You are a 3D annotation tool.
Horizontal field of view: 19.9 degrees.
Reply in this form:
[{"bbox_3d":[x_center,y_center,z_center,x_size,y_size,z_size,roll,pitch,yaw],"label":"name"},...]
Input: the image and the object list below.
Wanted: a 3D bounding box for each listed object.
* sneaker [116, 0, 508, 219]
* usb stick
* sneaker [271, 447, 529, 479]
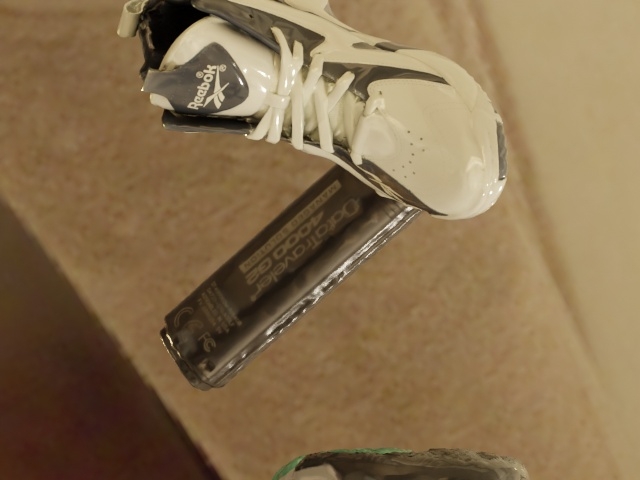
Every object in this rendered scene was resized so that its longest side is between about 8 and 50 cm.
[{"bbox_3d":[-0.019,-0.079,1.011,0.153,0.094,0.235,-17,-126,-45],"label":"sneaker"},{"bbox_3d":[0.000,0.000,1.315,0.278,0.045,0.077,-41,-121,10],"label":"usb stick"},{"bbox_3d":[0.015,0.130,0.605,0.083,0.098,0.224,3,162,-12],"label":"sneaker"}]
